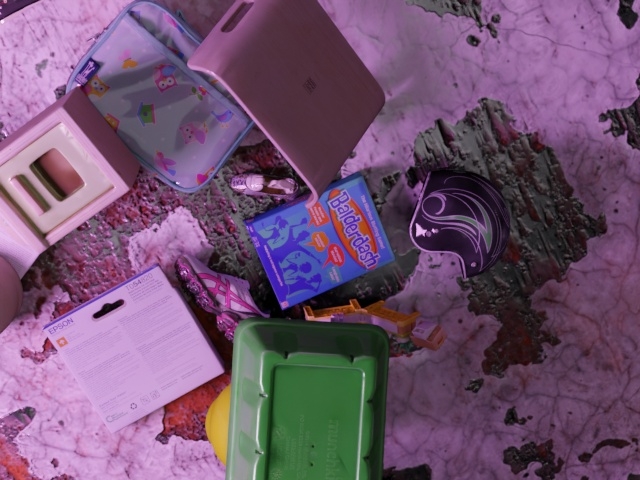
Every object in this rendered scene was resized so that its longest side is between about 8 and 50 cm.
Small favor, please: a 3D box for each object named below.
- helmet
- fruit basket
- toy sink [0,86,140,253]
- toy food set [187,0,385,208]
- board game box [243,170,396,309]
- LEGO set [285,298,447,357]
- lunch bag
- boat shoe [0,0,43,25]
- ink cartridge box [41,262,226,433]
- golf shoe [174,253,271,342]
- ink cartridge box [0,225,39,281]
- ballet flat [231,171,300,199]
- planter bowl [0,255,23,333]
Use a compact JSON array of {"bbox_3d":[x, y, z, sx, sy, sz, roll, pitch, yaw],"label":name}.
[{"bbox_3d":[0.231,-0.028,1.703,0.162,0.169,0.169,19,99,3],"label":"helmet"},{"bbox_3d":[-0.042,0.304,1.622,0.283,0.392,0.392,4,102,-4],"label":"fruit basket"},{"bbox_3d":[-0.404,-0.085,1.508,0.234,0.131,0.153,-32,110,11],"label":"toy sink"},{"bbox_3d":[-0.046,-0.231,1.590,0.306,0.092,0.219,49,61,-28],"label":"toy food set"},{"bbox_3d":[0.000,0.000,1.728,0.210,0.047,0.160,-24,106,-4],"label":"board game box"},{"bbox_3d":[0.073,0.172,1.737,0.287,0.132,0.107,0,110,13],"label":"LEGO set"},{"bbox_3d":[-0.239,-0.229,1.601,0.279,0.108,0.224,39,94,-16],"label":"lunch bag"},{"bbox_3d":[-0.439,-0.372,1.564,0.133,0.049,0.042,-27,114,2],"label":"boat shoe"},{"bbox_3d":[-0.305,0.174,1.714,0.223,0.045,0.224,-28,107,0],"label":"ink cartridge box"},{"bbox_3d":[-0.163,0.086,1.719,0.186,0.067,0.086,48,60,-12],"label":"golf shoe"},{"bbox_3d":[-0.544,0.001,1.643,0.181,0.056,0.224,35,112,-16],"label":"ink cartridge box"},{"bbox_3d":[-0.087,-0.093,1.694,0.114,0.041,0.041,8,102,-12],"label":"ballet flat"},{"bbox_3d":[-0.552,0.100,1.604,0.162,0.109,0.162,-1,116,-1],"label":"planter bowl"}]
